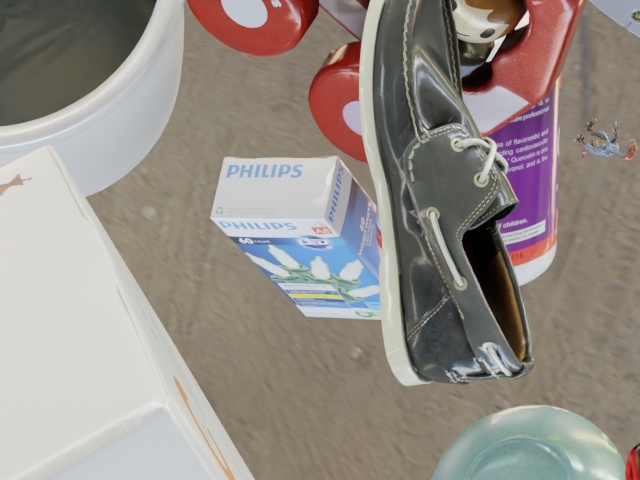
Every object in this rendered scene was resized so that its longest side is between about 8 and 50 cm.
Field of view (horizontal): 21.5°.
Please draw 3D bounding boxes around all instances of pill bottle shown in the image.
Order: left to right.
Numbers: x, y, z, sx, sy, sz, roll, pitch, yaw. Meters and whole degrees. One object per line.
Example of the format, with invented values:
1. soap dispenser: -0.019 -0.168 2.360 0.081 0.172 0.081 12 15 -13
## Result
1. pill bottle: 0.143 -0.122 1.633 0.181 0.181 0.323 -8 115 -15

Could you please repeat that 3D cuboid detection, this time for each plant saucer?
1. plant saucer: 0.184 0.235 1.534 0.195 0.195 0.037 -45 147 -5

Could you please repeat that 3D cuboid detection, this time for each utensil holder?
1. utensil holder: -0.279 -0.206 1.542 0.327 0.385 0.328 0 81 -3

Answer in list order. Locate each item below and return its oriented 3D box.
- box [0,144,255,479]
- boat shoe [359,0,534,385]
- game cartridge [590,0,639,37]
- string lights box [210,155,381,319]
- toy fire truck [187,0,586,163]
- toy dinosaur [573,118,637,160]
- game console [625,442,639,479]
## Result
1. box: -0.088 0.170 0.726 0.168 0.215 0.345 -30 123 -4
2. boat shoe: 0.073 -0.035 0.917 0.084 0.079 0.233 -23 108 -56
3. game cartridge: 0.331 -0.352 1.784 0.297 0.062 0.198 48 119 2
4. string lights box: 0.000 0.000 1.807 0.260 0.133 0.077 48 48 -55
5. toy fire truck: 0.065 -0.211 1.226 0.302 0.254 0.169 41 53 -11
6. toy dinosaur: 0.359 -0.118 2.089 0.047 0.082 0.090 -45 150 -7
7. game console: 0.341 0.203 0.658 0.386 0.342 0.060 -1 141 -23
